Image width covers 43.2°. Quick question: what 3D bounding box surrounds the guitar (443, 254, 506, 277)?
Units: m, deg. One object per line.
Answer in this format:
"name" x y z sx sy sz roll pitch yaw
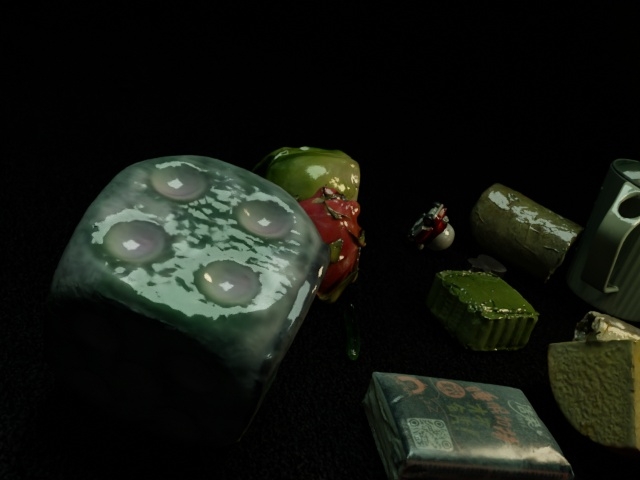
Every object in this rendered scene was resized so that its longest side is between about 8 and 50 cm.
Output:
"guitar" 0.405 0.077 2.157 0.233 0.025 0.088 -5 35 -42

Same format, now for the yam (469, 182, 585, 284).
"yam" 0.565 -0.022 2.281 0.300 0.195 0.195 32 28 24

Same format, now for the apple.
"apple" 0.637 0.294 1.623 0.309 0.252 0.314 15 28 -40

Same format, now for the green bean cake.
"green bean cake" 0.370 0.158 1.862 0.214 0.113 0.200 2 30 -32

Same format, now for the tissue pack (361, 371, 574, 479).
"tissue pack" 0.250 0.342 1.415 0.316 0.103 0.228 10 28 -18

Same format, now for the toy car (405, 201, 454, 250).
"toy car" 0.312 -0.025 2.195 0.112 0.139 0.112 40 50 -2

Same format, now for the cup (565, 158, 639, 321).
"cup" 0.841 -0.011 2.212 0.401 0.392 0.310 8 26 -23

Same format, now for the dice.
"dice" -0.195 0.095 1.241 0.348 0.330 0.328 22 45 3

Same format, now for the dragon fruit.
"dragon fruit" -0.003 0.005 1.795 0.224 0.227 0.224 18 32 -12

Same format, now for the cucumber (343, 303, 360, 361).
"cucumber" 0.066 0.193 1.672 0.036 0.033 0.184 39 20 -18

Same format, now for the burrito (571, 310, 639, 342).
"burrito" 0.750 0.282 1.865 0.332 0.135 0.190 20 17 -6

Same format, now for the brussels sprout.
"brussels sprout" -0.043 -0.120 2.026 0.295 0.227 0.259 -4 31 7
